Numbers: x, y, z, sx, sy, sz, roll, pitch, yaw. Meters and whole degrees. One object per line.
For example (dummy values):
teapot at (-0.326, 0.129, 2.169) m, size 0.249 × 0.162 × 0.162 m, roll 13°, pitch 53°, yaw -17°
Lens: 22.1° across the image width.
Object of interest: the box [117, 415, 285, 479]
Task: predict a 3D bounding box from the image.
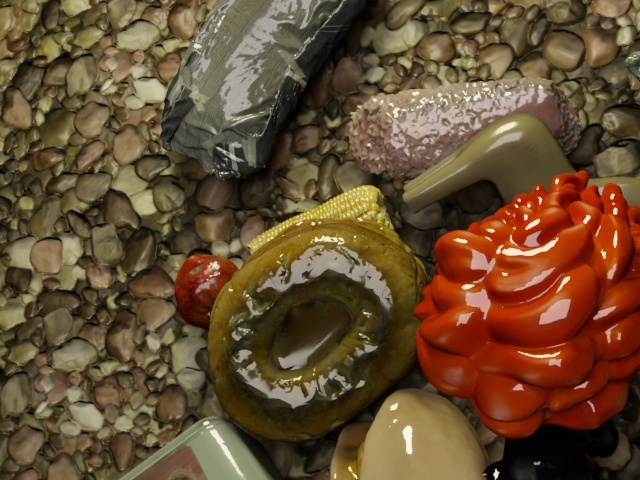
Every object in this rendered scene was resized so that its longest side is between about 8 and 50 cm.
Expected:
box at (-0.154, 0.337, 1.735) m, size 0.312 × 0.175 × 0.182 m, roll -37°, pitch 58°, yaw 4°

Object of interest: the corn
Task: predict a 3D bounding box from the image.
corn at (0.000, 0.000, 1.831) m, size 0.165 × 0.063 × 0.085 m, roll -22°, pitch 81°, yaw 12°

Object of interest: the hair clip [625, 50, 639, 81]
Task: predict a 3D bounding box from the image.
hair clip at (0.426, -0.135, 1.753) m, size 0.229 × 0.036 × 0.066 m, roll 34°, pitch 91°, yaw 16°

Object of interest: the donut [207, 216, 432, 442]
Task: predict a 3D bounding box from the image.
donut at (-0.007, 0.093, 1.743) m, size 0.261 × 0.128 × 0.208 m, roll -44°, pitch 87°, yaw 9°

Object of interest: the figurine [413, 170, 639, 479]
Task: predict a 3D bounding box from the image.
figurine at (0.222, 0.116, 1.555) m, size 0.241 × 0.412 × 0.306 m, roll 19°, pitch 51°, yaw 26°

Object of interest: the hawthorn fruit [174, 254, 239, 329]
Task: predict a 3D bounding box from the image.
hawthorn fruit at (-0.125, 0.055, 1.851) m, size 0.093 × 0.093 × 0.093 m, roll -5°, pitch 73°, yaw 16°

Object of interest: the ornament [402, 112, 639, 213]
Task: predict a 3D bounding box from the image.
ornament at (0.248, -0.032, 1.731) m, size 0.245 × 0.061 × 0.230 m, roll -33°, pitch 102°, yaw 16°

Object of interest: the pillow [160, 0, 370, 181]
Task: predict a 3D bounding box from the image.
pillow at (-0.058, -0.227, 1.899) m, size 0.161 × 0.092 × 0.335 m, roll 31°, pitch 85°, yaw 17°

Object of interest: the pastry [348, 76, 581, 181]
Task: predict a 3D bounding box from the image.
pastry at (0.148, -0.123, 1.796) m, size 0.265 × 0.112 × 0.103 m, roll -7°, pitch 91°, yaw 18°

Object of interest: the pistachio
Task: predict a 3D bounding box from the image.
pistachio at (0.112, 0.301, 1.659) m, size 0.187 × 0.187 × 0.299 m, roll -18°, pitch 62°, yaw 12°
